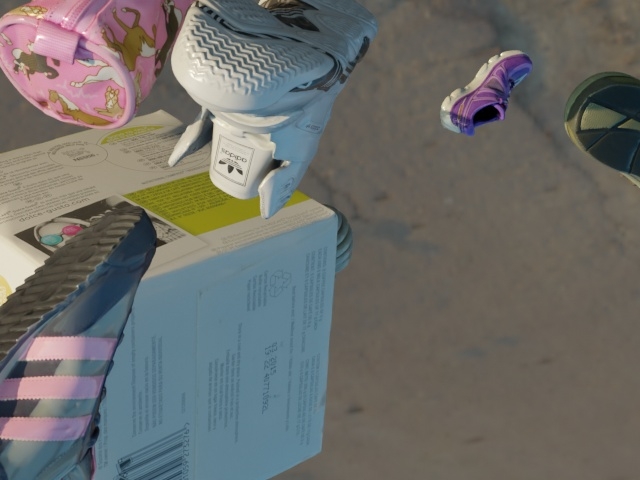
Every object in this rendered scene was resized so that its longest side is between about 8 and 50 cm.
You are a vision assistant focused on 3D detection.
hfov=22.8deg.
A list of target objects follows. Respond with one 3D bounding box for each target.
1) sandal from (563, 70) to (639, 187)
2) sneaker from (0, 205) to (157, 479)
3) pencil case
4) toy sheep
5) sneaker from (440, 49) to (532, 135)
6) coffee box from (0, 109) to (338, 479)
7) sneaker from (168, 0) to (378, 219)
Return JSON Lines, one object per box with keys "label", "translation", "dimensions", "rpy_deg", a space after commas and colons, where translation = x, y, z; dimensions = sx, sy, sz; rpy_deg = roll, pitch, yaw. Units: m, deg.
{"label": "sandal", "translation": [0.359, -0.104, 1.704], "dimensions": [0.120, 0.086, 0.303], "rpy_deg": [-49, 130, 8]}
{"label": "sneaker", "translation": [-0.209, 0.121, 1.236], "dimensions": [0.131, 0.319, 0.112], "rpy_deg": [46, 157, -25]}
{"label": "pencil case", "translation": [-0.166, -0.283, 1.553], "dimensions": [0.160, 0.386, 0.167], "rpy_deg": [5, 143, 37]}
{"label": "toy sheep", "translation": [0.000, 0.000, 1.992], "dimensions": [0.091, 0.091, 0.132], "rpy_deg": [-13, 133, 10]}
{"label": "sneaker", "translation": [0.241, -0.196, 2.194], "dimensions": [0.170, 0.071, 0.068], "rpy_deg": [-42, 147, -24]}
{"label": "coffee box", "translation": [-0.220, 0.091, 1.794], "dimensions": [0.338, 0.334, 0.337], "rpy_deg": [-21, 128, -37]}
{"label": "sneaker", "translation": [-0.062, -0.118, 1.457], "dimensions": [0.210, 0.137, 0.366], "rpy_deg": [-64, 173, 21]}
